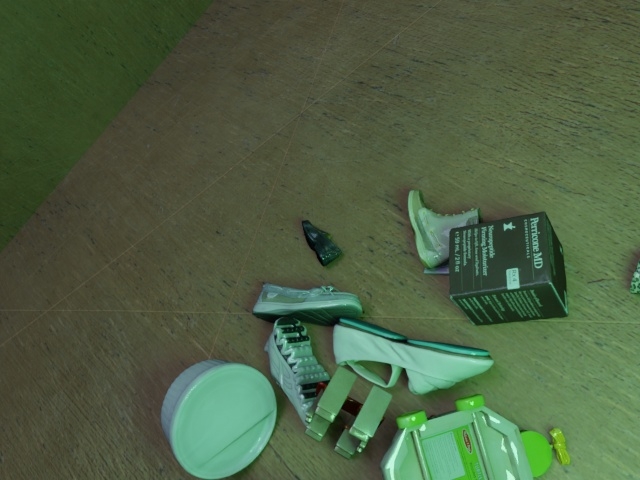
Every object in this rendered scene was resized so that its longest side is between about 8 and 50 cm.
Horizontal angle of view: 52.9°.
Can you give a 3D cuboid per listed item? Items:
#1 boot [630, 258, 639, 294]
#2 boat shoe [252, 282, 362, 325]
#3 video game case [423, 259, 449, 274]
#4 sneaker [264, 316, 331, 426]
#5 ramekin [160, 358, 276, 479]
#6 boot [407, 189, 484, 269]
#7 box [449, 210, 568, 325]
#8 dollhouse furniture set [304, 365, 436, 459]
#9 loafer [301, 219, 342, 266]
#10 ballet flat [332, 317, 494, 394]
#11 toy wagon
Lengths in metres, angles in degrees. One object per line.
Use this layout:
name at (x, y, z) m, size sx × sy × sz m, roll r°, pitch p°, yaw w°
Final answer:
boot at (0.711, 0.029, 1.208) m, size 0.179 × 0.085 × 0.236 m, roll 19°, pitch 74°, yaw 43°
boat shoe at (-0.036, 0.151, 1.620) m, size 0.320 × 0.118 × 0.103 m, roll -8°, pitch 60°, yaw 39°
video game case at (0.300, 0.025, 1.539) m, size 0.087 × 0.011 × 0.122 m, roll 0°, pitch 62°, yaw 34°
sneaker at (-0.054, 0.330, 1.538) m, size 0.118 × 0.110 × 0.292 m, roll -51°, pitch 48°, yaw 32°
ramekin at (-0.247, 0.405, 1.508) m, size 0.127 × 0.273 × 0.273 m, roll 14°, pitch 70°, yaw 52°
boot at (0.300, -0.050, 1.527) m, size 0.165 × 0.077 × 0.213 m, roll -22°, pitch 57°, yaw 22°
box at (0.392, 0.065, 1.344) m, size 0.203 × 0.167 × 0.168 m, roll -12°, pitch 56°, yaw 28°
dollhouse furniture set at (0.104, 0.364, 1.313) m, size 0.259 × 0.262 × 0.135 m, roll 28°, pitch 63°, yaw 8°
loafer at (0.000, 0.000, 1.737) m, size 0.061 × 0.062 × 0.170 m, roll -25°, pitch 50°, yaw -10°
ballet flat at (0.188, 0.265, 1.401) m, size 0.400 × 0.139 × 0.139 m, roll 7°, pitch 66°, yaw 42°
toy wagon at (0.289, 0.423, 1.178) m, size 0.344 × 0.068 × 0.267 m, roll -12°, pitch 81°, yaw -13°
